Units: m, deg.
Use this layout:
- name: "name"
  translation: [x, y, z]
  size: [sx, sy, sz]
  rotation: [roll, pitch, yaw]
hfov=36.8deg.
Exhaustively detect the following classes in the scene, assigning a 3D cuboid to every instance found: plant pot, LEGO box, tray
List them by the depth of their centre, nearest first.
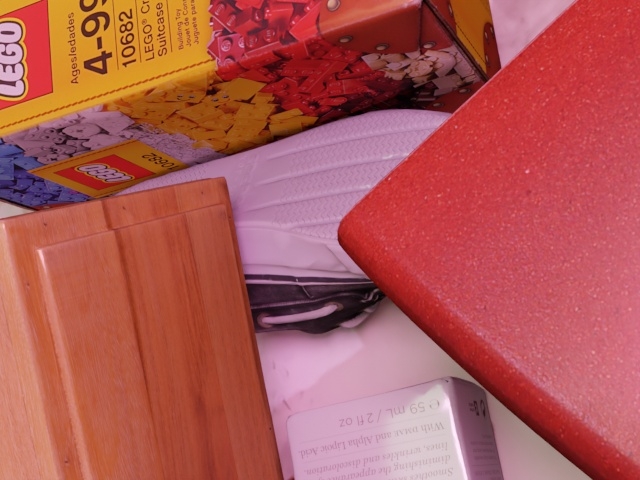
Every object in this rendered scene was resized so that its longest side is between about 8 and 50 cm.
- name: "plant pot"
  translation: [0.218, 0.031, 0.426]
  size: [0.267, 0.267, 0.235]
  rotation: [-43, 52, 11]
- name: "tray"
  translation: [-0.084, 0.180, 0.522]
  size: [0.076, 0.203, 0.410]
  rotation: [-8, 96, 23]
- name: "LEGO box"
  translation: [-0.101, -0.305, 0.716]
  size: [0.373, 0.193, 0.500]
  rotation: [-14, 73, 21]

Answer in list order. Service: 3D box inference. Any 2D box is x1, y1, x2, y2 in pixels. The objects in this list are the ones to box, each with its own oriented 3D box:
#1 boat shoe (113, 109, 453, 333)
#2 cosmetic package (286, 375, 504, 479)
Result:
- name: "boat shoe"
  translation: [0.000, 0.000, 0.651]
  size: [0.335, 0.119, 0.121]
  rotation: [-5, 46, 31]
- name: "cosmetic package"
  translation: [0.061, 0.210, 0.588]
  size: [0.117, 0.085, 0.231]
  rotation: [-18, 71, 21]
